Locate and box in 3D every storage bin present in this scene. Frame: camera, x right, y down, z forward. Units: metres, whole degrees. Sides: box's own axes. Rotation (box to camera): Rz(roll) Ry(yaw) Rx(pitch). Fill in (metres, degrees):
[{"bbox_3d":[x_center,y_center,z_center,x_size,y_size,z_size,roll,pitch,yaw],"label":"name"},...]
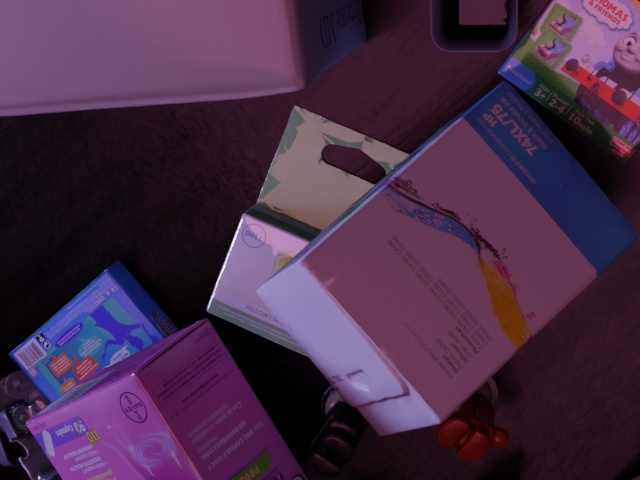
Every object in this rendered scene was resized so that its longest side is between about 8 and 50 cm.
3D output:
[{"bbox_3d":[0.161,-0.257,1.537,0.098,0.091,0.135,1,104,12],"label":"storage bin"}]

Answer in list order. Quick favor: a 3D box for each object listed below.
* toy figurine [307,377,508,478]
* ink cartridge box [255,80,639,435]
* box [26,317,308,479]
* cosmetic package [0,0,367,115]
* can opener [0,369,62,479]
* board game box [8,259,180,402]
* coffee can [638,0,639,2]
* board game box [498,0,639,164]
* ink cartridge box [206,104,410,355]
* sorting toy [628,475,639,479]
[{"bbox_3d":[0.100,0.245,1.650,0.213,0.148,0.209,-11,107,12],"label":"toy figurine"},{"bbox_3d":[0.114,0.024,1.498,0.270,0.198,0.197,-41,92,-18],"label":"ink cartridge box"},{"bbox_3d":[-0.149,0.234,1.613,0.213,0.117,0.243,-25,99,45],"label":"box"},{"bbox_3d":[-0.160,-0.341,1.460,0.327,0.329,0.393,-4,103,12],"label":"cosmetic package"},{"bbox_3d":[-0.302,0.277,1.788,0.095,0.076,0.283,-15,102,48],"label":"can opener"},{"bbox_3d":[-0.216,0.152,1.739,0.160,0.047,0.210,-39,93,17],"label":"board game box"},{"bbox_3d":[0.422,-0.294,1.389,0.201,0.201,0.275,36,97,2],"label":"coffee can"},{"bbox_3d":[0.301,-0.206,1.547,0.160,0.039,0.211,36,107,2],"label":"board game box"},{"bbox_3d":[0.000,0.000,1.654,0.171,0.056,0.235,24,109,6],"label":"ink cartridge box"},{"bbox_3d":[0.410,0.312,1.606,0.208,0.038,0.193,48,147,0],"label":"sorting toy"}]
